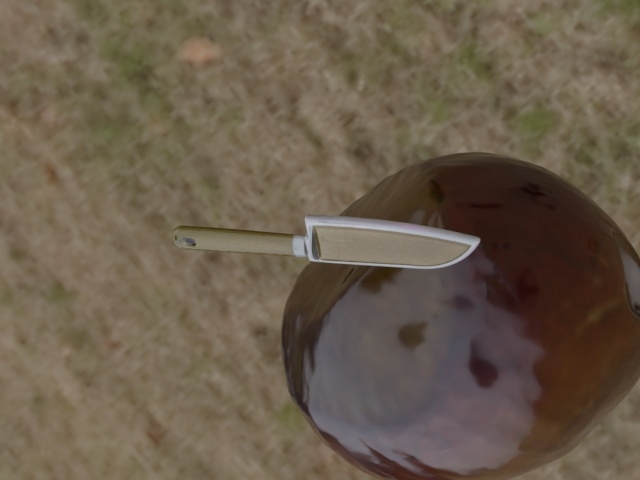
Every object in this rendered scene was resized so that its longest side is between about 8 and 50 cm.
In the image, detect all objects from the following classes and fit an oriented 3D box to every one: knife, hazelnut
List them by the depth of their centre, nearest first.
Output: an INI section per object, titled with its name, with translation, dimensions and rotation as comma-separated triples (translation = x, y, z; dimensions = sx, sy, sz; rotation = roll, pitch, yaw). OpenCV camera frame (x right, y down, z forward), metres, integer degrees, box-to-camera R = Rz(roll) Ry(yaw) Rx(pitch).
[knife]
translation = 0.000, 0.001, 1.133
dimensions = 0.256, 0.022, 0.046
rotation = 4, 129, 17
[hazelnut]
translation = 0.156, 0.108, 1.627
dimensions = 0.429, 0.402, 0.402
rotation = -33, 97, 42
